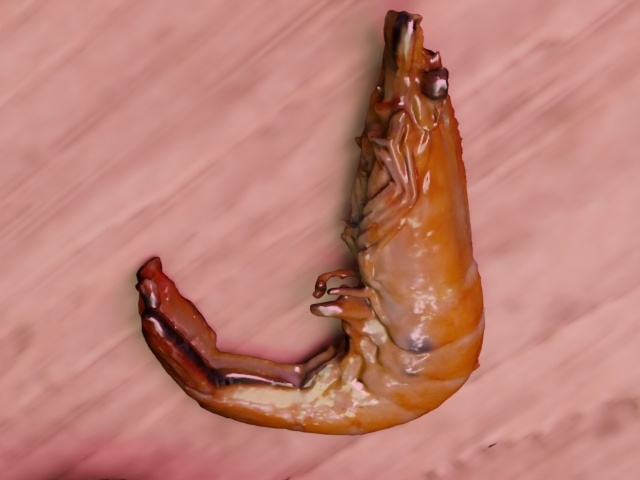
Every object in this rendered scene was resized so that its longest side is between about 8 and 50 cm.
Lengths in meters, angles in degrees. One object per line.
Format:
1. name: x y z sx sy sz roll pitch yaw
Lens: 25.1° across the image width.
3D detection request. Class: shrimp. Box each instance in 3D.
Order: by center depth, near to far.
1. shrimp: 0.000 0.000 0.354 0.091 0.025 0.127 4 123 -3

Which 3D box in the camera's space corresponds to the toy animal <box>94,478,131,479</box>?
1. toy animal: -0.061 0.217 0.397 0.271 0.206 0.265 -6 136 -21
